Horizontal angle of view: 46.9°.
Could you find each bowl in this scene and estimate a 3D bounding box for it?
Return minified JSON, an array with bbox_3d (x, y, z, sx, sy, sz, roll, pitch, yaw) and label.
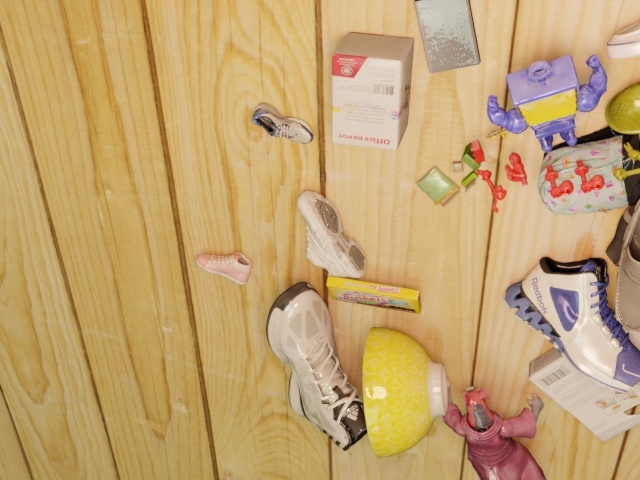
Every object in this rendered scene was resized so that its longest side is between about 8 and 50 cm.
[{"bbox_3d":[0.199,0.334,1.645,0.155,0.289,0.290,-4,121,15],"label":"bowl"}]

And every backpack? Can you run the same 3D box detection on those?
[{"bbox_3d":[0.487,-0.118,1.338,0.181,0.115,0.152,-6,123,26],"label":"backpack"}]

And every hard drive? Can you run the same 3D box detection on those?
[{"bbox_3d":[0.228,-0.372,1.318,0.094,0.022,0.135,-6,120,23],"label":"hard drive"}]

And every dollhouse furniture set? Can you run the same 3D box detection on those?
[{"bbox_3d":[0.257,-0.120,1.454,0.076,0.059,0.151,40,126,-8],"label":"dollhouse furniture set"}]

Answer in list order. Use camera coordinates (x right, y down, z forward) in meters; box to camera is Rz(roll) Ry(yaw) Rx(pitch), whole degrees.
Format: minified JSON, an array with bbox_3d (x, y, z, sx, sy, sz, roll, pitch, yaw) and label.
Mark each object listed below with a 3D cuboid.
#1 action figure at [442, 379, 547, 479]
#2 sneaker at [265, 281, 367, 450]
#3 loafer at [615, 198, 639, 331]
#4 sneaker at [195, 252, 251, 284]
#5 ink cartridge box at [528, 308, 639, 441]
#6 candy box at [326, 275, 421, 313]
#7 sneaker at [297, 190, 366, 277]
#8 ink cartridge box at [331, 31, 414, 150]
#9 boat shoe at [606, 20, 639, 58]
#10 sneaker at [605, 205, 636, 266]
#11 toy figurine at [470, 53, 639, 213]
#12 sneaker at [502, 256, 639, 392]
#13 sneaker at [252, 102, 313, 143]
[{"bbox_3d":[0.376,0.470,1.691,0.248,0.276,0.370,-5,135,29],"label":"action figure"},{"bbox_3d":[0.033,0.306,1.692,0.257,0.169,0.448,32,146,41],"label":"sneaker"},{"bbox_3d":[0.578,0.028,1.304,0.112,0.111,0.320,24,125,38],"label":"loafer"},{"bbox_3d":[-0.225,0.049,1.748,0.134,0.051,0.070,24,126,-1],"label":"sneaker"},{"bbox_3d":[0.635,0.290,1.593,0.239,0.060,0.275,39,126,-10],"label":"ink cartridge box"},{"bbox_3d":[0.121,0.123,1.656,0.205,0.027,0.105,8,156,15],"label":"candy box"},{"bbox_3d":[0.000,0.000,1.612,0.115,0.090,0.232,-18,114,33],"label":"sneaker"},{"bbox_3d":[0.096,-0.275,1.364,0.128,0.127,0.176,9,125,13],"label":"ink cartridge box"},{"bbox_3d":[0.575,-0.369,1.163,0.258,0.095,0.084,-21,110,19],"label":"boat shoe"},{"bbox_3d":[0.654,0.034,1.384,0.222,0.083,0.118,38,140,26],"label":"sneaker"},{"bbox_3d":[0.408,-0.212,1.211,0.362,0.191,0.217,-14,143,21],"label":"toy figurine"},{"bbox_3d":[0.529,0.139,1.454,0.315,0.127,0.182,40,124,21],"label":"sneaker"},{"bbox_3d":[-0.080,-0.227,1.505,0.135,0.058,0.052,25,127,2],"label":"sneaker"}]
